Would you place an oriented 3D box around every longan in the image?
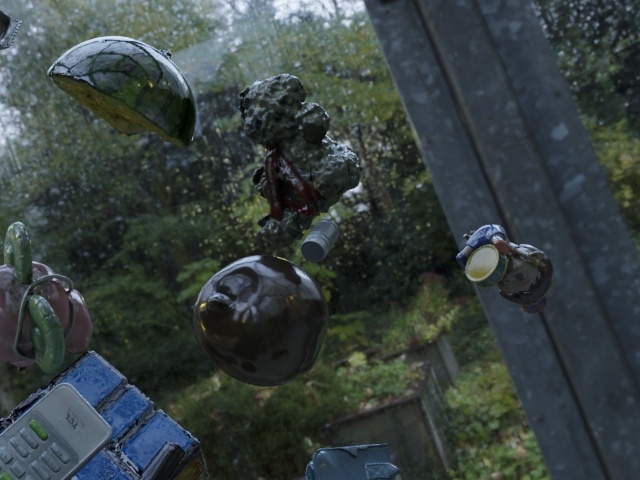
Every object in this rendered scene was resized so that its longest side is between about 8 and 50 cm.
[{"bbox_3d":[-0.128,0.171,1.548,0.297,0.297,0.297,-21,-5,-2],"label":"longan"}]

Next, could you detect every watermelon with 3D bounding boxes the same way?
[{"bbox_3d":[-0.406,-0.339,1.527,0.189,0.330,0.331,-64,5,-13],"label":"watermelon"}]

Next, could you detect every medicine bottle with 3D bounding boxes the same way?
[{"bbox_3d":[0.000,0.000,1.524,0.058,0.058,0.091,-25,19,35],"label":"medicine bottle"}]

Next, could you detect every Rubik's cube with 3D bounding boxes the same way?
[{"bbox_3d":[-0.375,0.409,1.181,0.283,0.288,0.294,-42,-29,-33],"label":"Rubik's cube"}]

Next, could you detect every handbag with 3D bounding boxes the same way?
[{"bbox_3d":[0.074,0.476,1.249,0.179,0.229,0.062,1,-42,-19],"label":"handbag"}]

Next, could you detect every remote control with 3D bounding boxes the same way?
[{"bbox_3d":[-0.382,0.295,0.878,0.250,0.103,0.034,-42,-12,-23],"label":"remote control"}]

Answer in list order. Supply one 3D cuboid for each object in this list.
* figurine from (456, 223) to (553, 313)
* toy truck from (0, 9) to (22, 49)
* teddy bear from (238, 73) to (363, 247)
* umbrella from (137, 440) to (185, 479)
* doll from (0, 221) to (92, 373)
[{"bbox_3d":[0.457,0.076,1.681,0.275,0.158,0.161,28,-31,-27],"label":"figurine"},{"bbox_3d":[-0.830,-0.471,1.593,0.285,0.136,0.111,-6,-38,7],"label":"toy truck"},{"bbox_3d":[-0.084,-0.213,1.683,0.224,0.367,0.357,-41,1,-41],"label":"teddy bear"},{"bbox_3d":[-0.272,0.389,0.863,0.118,0.118,0.340,-27,23,45],"label":"umbrella"},{"bbox_3d":[-0.526,0.122,1.321,0.216,0.284,0.268,-14,-21,-35],"label":"doll"}]
